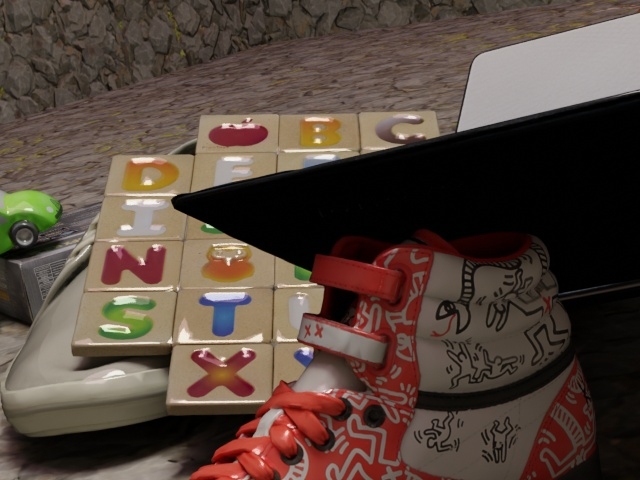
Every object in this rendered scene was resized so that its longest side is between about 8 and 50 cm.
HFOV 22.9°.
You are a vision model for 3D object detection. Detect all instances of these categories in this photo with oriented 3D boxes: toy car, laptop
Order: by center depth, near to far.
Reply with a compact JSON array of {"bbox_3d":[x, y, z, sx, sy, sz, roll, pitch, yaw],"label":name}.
[{"bbox_3d":[0.190,-0.101,0.786,0.382,0.236,0.408,-12,38,25],"label":"laptop"},{"bbox_3d":[-0.319,0.010,1.293,0.225,0.053,0.239,-28,20,5],"label":"toy car"}]

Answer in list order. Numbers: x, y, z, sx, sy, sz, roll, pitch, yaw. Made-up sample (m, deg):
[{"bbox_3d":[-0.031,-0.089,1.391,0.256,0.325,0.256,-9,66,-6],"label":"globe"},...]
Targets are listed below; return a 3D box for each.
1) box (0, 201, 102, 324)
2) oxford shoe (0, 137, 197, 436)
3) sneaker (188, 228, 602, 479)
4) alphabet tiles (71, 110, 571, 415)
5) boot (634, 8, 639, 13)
[{"bbox_3d":[-0.182,0.005,1.383,0.231,0.056,0.183,-18,14,-27],"label":"box"},{"bbox_3d":[-0.114,0.019,1.088,0.169,0.130,0.449,-5,15,11],"label":"oxford shoe"},{"bbox_3d":[-0.006,0.080,0.647,0.270,0.145,0.090,-17,13,-26],"label":"sneaker"},{"bbox_3d":[0.000,0.000,0.987,0.285,0.011,0.342,-1,31,0],"label":"alphabet tiles"},{"bbox_3d":[0.296,-0.177,1.376,0.280,0.096,0.264,-48,-14,21],"label":"boot"}]
